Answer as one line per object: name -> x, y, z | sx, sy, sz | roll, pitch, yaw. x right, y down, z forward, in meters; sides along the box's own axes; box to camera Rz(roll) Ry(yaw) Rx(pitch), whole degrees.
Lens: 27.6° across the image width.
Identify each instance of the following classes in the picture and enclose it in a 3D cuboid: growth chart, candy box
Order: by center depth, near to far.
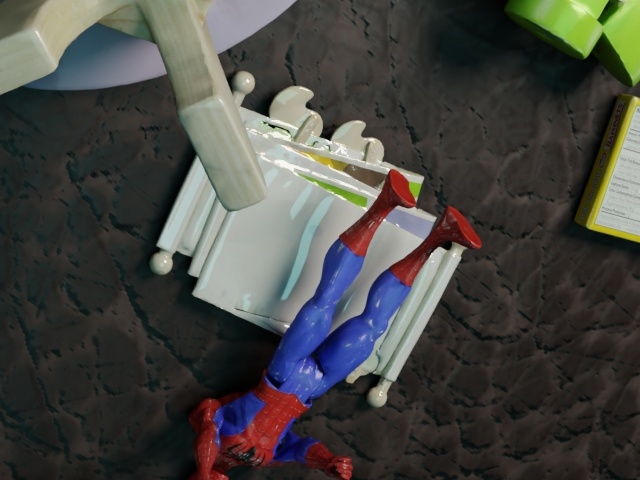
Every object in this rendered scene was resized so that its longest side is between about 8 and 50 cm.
growth chart -> 0.000, 0.000, 0.918 | 0.237, 0.021, 0.172 | 32, 93, -26
candy box -> 0.302, -0.038, 1.018 | 0.206, 0.027, 0.105 | 14, 98, -24

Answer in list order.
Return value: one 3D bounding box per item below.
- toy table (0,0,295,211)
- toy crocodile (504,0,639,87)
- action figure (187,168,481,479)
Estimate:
toy table -> -0.099, -0.151, 0.717 | 0.274, 0.161, 0.252 | -32, 118, 10
toy crocodile -> 0.114, -0.217, 0.861 | 0.340, 0.105, 0.115 | 29, 95, -21
action figure -> -0.004, 0.100, 0.867 | 0.091, 0.139, 0.280 | 31, 110, -23
